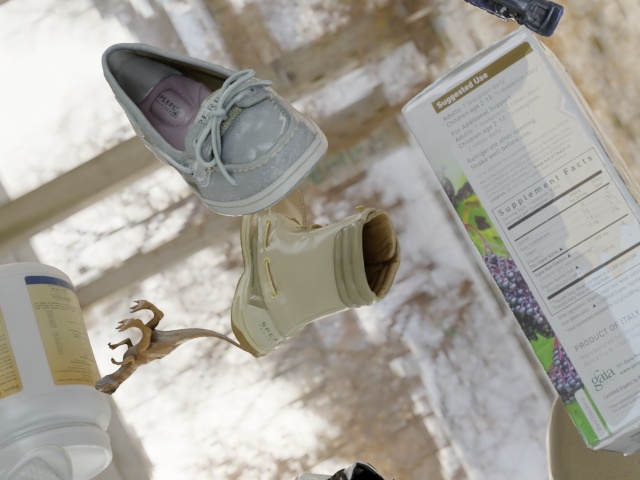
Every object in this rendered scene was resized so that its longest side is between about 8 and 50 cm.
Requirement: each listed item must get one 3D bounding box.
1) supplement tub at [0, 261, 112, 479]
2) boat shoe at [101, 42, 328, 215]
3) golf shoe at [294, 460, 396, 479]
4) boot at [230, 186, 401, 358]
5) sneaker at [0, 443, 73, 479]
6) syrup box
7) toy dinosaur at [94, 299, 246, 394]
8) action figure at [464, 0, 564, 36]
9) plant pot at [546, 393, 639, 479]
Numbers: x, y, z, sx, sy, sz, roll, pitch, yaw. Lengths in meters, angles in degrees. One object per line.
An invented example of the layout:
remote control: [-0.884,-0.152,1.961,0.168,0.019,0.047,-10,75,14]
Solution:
supplement tub: [-0.455,0.217,2.176,0.228,0.228,0.316,60,-172,-64]
boat shoe: [-0.108,-0.113,1.308,0.103,0.118,0.320,46,173,-35]
golf shoe: [0.039,0.311,1.775,0.198,0.077,0.094,13,113,45]
boot: [0.000,0.000,1.678,0.095,0.203,0.262,44,-144,-31]
sneaker: [-0.382,0.366,1.804,0.104,0.296,0.147,22,-164,-4]
syrup box: [0.151,0.000,0.836,0.237,0.096,0.093,62,-165,21]
toy dinosaur: [-0.215,0.135,1.907,0.112,0.211,0.064,60,-168,-26]
action figure: [0.112,-0.318,1.250,0.330,0.178,0.341,30,-173,-43]
plant pot: [0.306,0.213,1.036,0.284,0.284,0.191,62,-156,-26]
